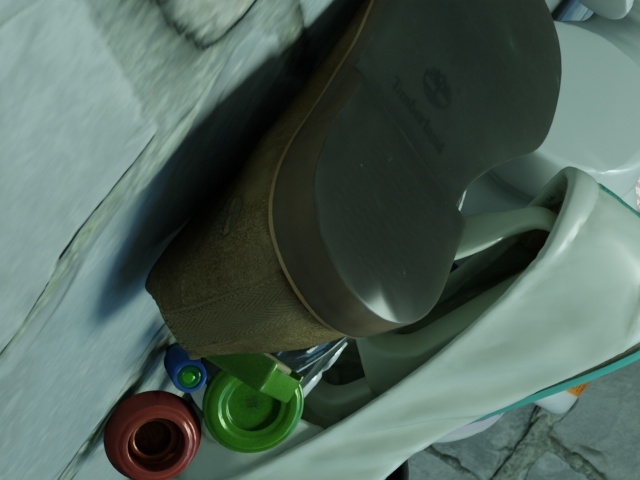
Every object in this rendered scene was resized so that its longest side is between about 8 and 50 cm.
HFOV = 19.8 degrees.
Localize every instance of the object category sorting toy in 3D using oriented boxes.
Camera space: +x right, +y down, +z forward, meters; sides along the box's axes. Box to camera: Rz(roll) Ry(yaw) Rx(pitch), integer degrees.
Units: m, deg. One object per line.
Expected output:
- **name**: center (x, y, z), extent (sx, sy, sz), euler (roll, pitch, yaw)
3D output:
- **sorting toy**: center (-0.062, 0.080, 0.917), extent (0.102, 0.061, 0.042), euler (-19, -160, -8)

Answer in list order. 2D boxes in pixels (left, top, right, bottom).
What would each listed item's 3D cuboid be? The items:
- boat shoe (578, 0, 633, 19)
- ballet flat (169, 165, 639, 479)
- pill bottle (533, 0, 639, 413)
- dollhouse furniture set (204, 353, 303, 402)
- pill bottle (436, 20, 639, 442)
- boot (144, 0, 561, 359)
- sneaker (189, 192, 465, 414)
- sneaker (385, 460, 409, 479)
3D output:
- **boat shoe**: center (0.235, -0.235, 1.458), extent (0.063, 0.066, 0.184), euler (-53, 164, -11)
- **ballet flat**: center (0.024, 0.080, 1.112), extent (0.400, 0.139, 0.139), euler (-31, 179, 13)
- **pill bottle**: center (0.244, -0.058, 1.680), extent (0.392, 0.224, 0.224), euler (-54, 174, 3)
- **dollhouse furniture set**: center (0.000, 0.000, 0.867), extent (0.152, 0.076, 0.058), euler (-57, 162, -4)
- **pill bottle**: center (0.111, -0.004, 1.242), extent (0.169, 0.169, 0.301), euler (-49, 171, -41)
- **boot**: center (0.020, -0.052, 0.802), extent (0.115, 0.112, 0.305), euler (-23, -162, 35)
- **sneaker**: center (0.018, -0.001, 0.989), extent (0.234, 0.078, 0.106), euler (-50, 175, -21)
- **sneaker**: center (-0.055, 0.206, 1.231), extent (0.296, 0.104, 0.147), euler (-40, 178, -35)
